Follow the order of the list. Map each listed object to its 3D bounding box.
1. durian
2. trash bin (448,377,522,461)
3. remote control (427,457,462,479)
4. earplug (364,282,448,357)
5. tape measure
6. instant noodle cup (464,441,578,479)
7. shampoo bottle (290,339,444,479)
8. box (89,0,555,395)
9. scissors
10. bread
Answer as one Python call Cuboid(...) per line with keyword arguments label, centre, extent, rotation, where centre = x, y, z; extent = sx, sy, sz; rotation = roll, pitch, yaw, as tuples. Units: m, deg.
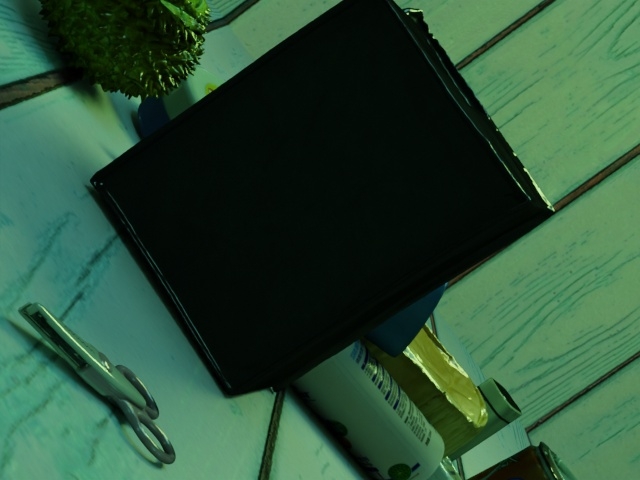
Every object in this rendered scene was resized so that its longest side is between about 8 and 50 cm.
Cuboid(label="durian", centre=(-0.211, -0.252, 1.723), extent=(0.200, 0.176, 0.237), rotation=(37, 4, -18))
Cuboid(label="trash bin", centre=(0.223, 0.266, 2.313), extent=(0.059, 0.130, 0.116), rotation=(57, 8, 24))
Cuboid(label="remote control", centre=(0.108, 0.237, 2.040), extent=(0.244, 0.047, 0.087), rotation=(57, 11, 15))
Cuboid(label="earplug", centre=(0.000, 0.000, 1.698), extent=(0.273, 0.132, 0.132), rotation=(32, 10, -5))
Cuboid(label="tape measure", centre=(-0.153, -0.116, 1.814), extent=(0.351, 0.098, 0.215), rotation=(30, 28, -59))
Cuboid(label="instant noodle cup", centre=(0.167, 0.324, 1.323), extent=(0.296, 0.214, 0.296), rotation=(54, 7, -9))
Cuboid(label="shampoo bottle", centre=(0.018, 0.146, 1.685), extent=(0.303, 0.092, 0.092), rotation=(50, 8, -28))
Cuboid(label="box", centre=(0.007, -0.041, 1.490), extent=(0.251, 0.345, 0.204), rotation=(57, 8, 9))
Cuboid(label="scissors", centre=(-0.154, 0.092, 1.087), extent=(0.176, 0.022, 0.085), rotation=(52, 8, -44))
Cuboid(label="bread", centre=(0.077, 0.155, 1.858), extent=(0.250, 0.133, 0.179), rotation=(48, 12, -11))
